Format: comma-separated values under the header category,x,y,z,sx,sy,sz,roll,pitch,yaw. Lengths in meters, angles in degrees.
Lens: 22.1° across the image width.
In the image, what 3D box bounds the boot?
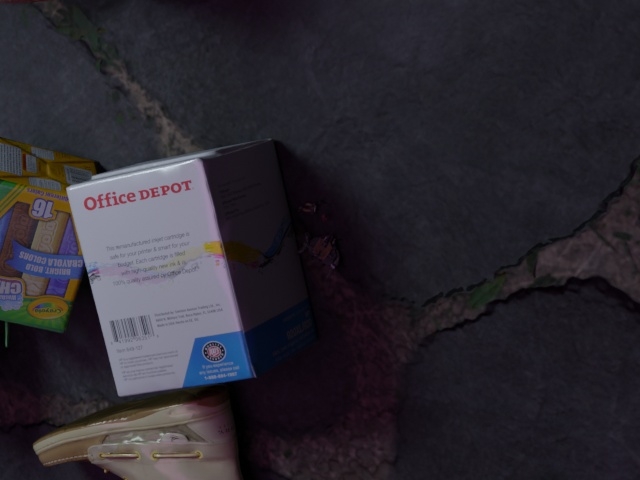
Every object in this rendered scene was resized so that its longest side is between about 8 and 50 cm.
category,x,y,z,sx,sy,sz,roll,pitch,yaw
boot,-0.194,0.285,1.868,0.262,0.095,0.203,-15,96,23

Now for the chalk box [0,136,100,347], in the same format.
category,x,y,z,sx,sy,sz,roll,pitch,yaw
chalk box,-0.335,0.013,1.825,0.132,0.132,0.213,14,111,-18

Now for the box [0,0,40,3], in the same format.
category,x,y,z,sx,sy,sz,roll,pitch,yaw
box,-0.294,-0.337,1.660,0.154,0.300,0.142,31,111,15

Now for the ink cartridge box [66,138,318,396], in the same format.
category,x,y,z,sx,sy,sz,roll,pitch,yaw
ink cartridge box,-0.131,0.025,1.735,0.171,0.168,0.233,-9,97,26

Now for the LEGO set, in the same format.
category,x,y,z,sx,sy,sz,roll,pitch,yaw
LEGO set,0.002,-0.002,1.753,0.054,0.023,0.083,2,89,23
